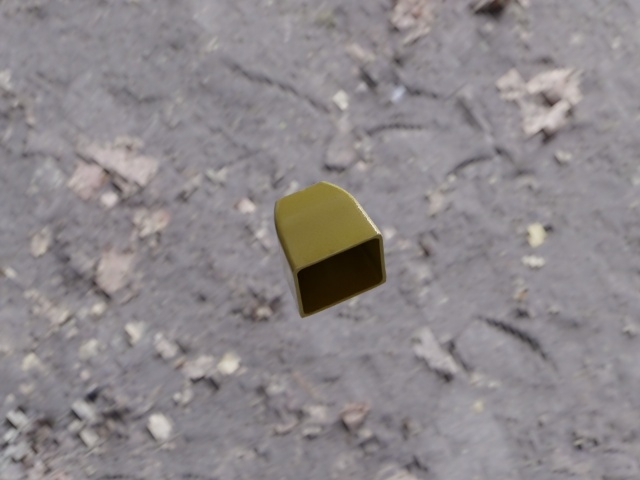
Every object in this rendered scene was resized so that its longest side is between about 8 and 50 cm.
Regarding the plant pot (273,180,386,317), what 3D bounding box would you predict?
[{"bbox_3d":[0.000,0.000,1.456,0.081,0.081,0.083,-24,59,-9],"label":"plant pot"}]
